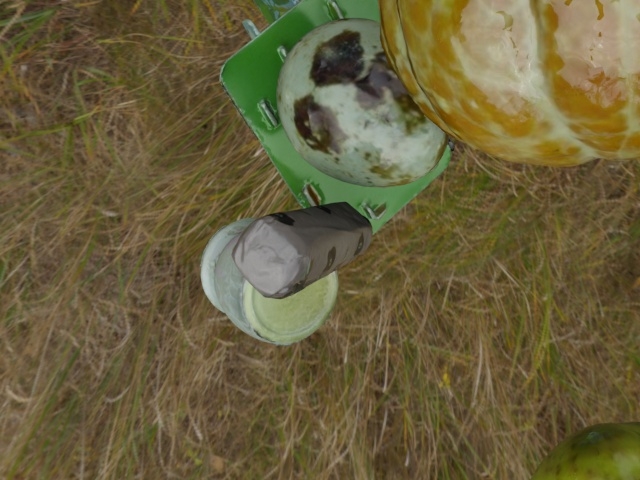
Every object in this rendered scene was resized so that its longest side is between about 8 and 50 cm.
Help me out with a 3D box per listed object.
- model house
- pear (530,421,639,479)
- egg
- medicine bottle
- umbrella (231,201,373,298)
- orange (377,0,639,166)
[{"bbox_3d":[-0.040,-0.204,1.022,0.242,0.312,0.358,-44,127,-12],"label":"model house"},{"bbox_3d":[0.337,0.339,0.730,0.342,0.238,0.318,-15,100,51],"label":"pear"},{"bbox_3d":[0.047,-0.141,0.762,0.169,0.231,0.169,-20,133,-22],"label":"egg"},{"bbox_3d":[-0.068,0.049,0.940,0.147,0.143,0.147,-8,107,-28],"label":"medicine bottle"},{"bbox_3d":[0.000,0.000,0.762,0.067,0.337,0.073,-36,85,16],"label":"umbrella"},{"bbox_3d":[0.197,-0.181,0.475,0.329,0.329,0.249,-2,103,6],"label":"orange"}]
